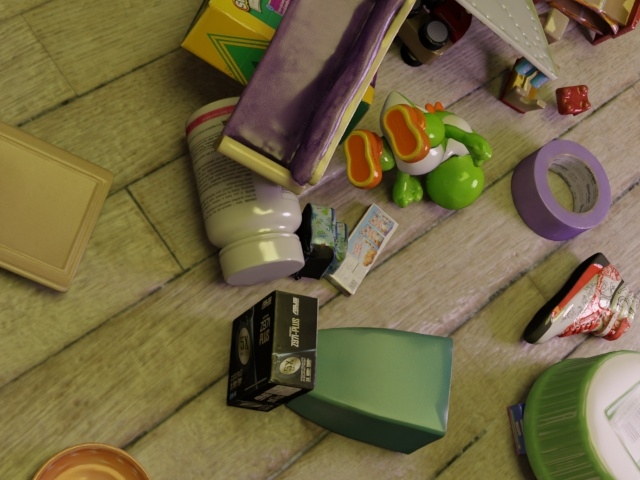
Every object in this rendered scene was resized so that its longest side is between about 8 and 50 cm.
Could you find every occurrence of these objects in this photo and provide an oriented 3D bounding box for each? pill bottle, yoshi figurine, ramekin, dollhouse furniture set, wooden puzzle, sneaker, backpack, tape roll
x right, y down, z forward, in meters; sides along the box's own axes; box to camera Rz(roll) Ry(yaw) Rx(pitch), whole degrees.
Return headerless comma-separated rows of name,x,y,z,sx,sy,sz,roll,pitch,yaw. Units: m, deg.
pill bottle,-0.121,-0.079,1.798,0.160,0.160,0.283,-5,73,-29
yoshi figurine,0.201,-0.136,1.949,0.203,0.203,0.362,28,17,27
ramekin,0.525,0.341,1.930,0.303,0.148,0.304,10,66,-24
dollhouse furniture set,0.516,-0.411,2.288,0.201,0.152,0.374,27,78,-16
wooden puzzle,-0.458,-0.055,1.689,0.221,0.044,0.239,25,57,-17
sneaker,0.509,0.149,2.079,0.145,0.090,0.270,49,55,0
backpack,0.000,0.000,1.863,0.084,0.105,0.114,8,56,-16
tape roll,0.478,-0.099,2.165,0.189,0.080,0.189,9,68,-24

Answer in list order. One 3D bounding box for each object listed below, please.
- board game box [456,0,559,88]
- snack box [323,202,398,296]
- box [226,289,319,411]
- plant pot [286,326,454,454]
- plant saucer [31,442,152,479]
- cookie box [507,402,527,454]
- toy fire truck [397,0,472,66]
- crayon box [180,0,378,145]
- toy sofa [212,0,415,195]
board game box,0.282,-0.509,2.102,0.390,0.050,0.390,31,34,-29
snack box,0.072,0.015,1.944,0.064,0.022,0.178,40,58,-7
box,-0.076,0.177,1.711,0.077,0.180,0.147,13,66,-23
plant pot,0.074,0.232,1.784,0.234,0.165,0.166,15,65,-13
plant saucer,-0.334,0.396,1.580,0.200,0.037,0.200,10,66,-23
cookie box,0.401,0.339,1.980,0.107,0.040,0.092,0,71,-28
toy fire truck,0.216,-0.488,2.154,0.246,0.158,0.217,-42,92,-22
crayon box,-0.050,-0.368,1.899,0.313,0.106,0.363,30,34,-13
toy sofa,-0.013,-0.260,1.650,0.150,0.177,0.363,29,87,-13
